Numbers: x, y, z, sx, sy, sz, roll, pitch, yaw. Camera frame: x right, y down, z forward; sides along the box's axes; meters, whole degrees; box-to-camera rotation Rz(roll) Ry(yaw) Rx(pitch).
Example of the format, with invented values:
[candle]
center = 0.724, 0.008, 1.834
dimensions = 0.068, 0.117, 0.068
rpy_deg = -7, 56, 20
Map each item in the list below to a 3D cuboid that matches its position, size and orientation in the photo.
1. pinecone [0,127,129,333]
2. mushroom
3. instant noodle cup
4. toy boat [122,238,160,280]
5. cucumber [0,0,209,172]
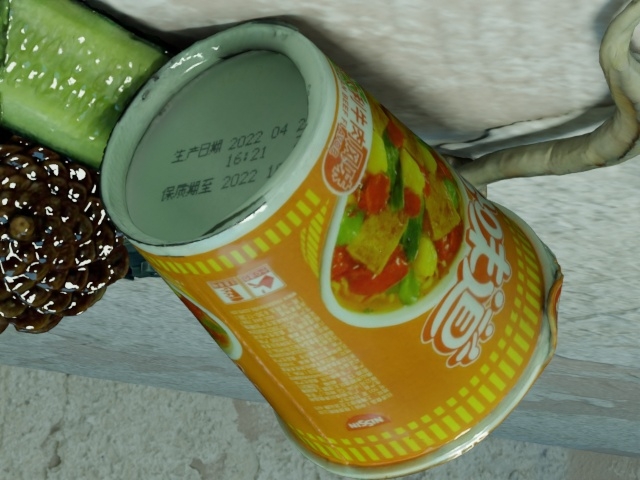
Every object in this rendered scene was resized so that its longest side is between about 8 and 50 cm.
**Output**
[pinecone]
center = -0.171, -0.016, 0.792
dimensions = 0.140, 0.140, 0.121
rpy_deg = 12, -163, -28
[mushroom]
center = 0.115, -0.053, 0.679
dimensions = 0.068, 0.043, 0.306
rpy_deg = -11, 172, -16
[instant noodle cup]
center = 0.000, 0.000, 0.664
dimensions = 0.168, 0.168, 0.185
rpy_deg = -1, 150, 35
[toy boat]
center = -0.078, -0.010, 0.968
dimensions = 0.141, 0.060, 0.055
rpy_deg = -10, 161, 35
[cucumber]
center = -0.084, -0.063, 0.676
dimensions = 0.046, 0.070, 0.220
rpy_deg = 37, -170, 40
